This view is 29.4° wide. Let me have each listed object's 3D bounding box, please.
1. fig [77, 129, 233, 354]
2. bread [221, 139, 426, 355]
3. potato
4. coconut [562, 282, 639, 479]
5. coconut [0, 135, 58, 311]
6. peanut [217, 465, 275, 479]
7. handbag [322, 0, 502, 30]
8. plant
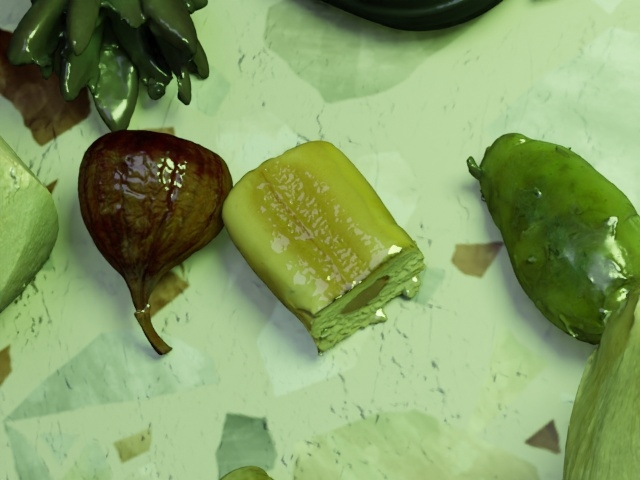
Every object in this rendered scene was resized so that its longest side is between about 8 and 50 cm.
[{"bbox_3d":[-0.169,0.000,1.147,0.146,0.134,0.201,10,84,30],"label":"fig"},{"bbox_3d":[0.001,0.000,1.115,0.134,0.085,0.173,-35,67,-1],"label":"bread"},{"bbox_3d":[0.212,-0.008,1.056,0.117,0.090,0.225,-37,59,8],"label":"potato"},{"bbox_3d":[0.346,0.147,0.833,0.346,0.346,0.360,-37,101,1],"label":"coconut"},{"bbox_3d":[-0.377,-0.016,1.149,0.239,0.239,0.244,-44,65,-2],"label":"coconut"},{"bbox_3d":[-0.038,0.299,1.014,0.120,0.110,0.236,-31,64,18],"label":"peanut"},{"bbox_3d":[0.079,-0.336,1.183,0.308,0.093,0.253,29,85,30],"label":"handbag"},{"bbox_3d":[-0.224,-0.266,1.229,0.182,0.194,0.320,-27,62,19],"label":"plant"}]
